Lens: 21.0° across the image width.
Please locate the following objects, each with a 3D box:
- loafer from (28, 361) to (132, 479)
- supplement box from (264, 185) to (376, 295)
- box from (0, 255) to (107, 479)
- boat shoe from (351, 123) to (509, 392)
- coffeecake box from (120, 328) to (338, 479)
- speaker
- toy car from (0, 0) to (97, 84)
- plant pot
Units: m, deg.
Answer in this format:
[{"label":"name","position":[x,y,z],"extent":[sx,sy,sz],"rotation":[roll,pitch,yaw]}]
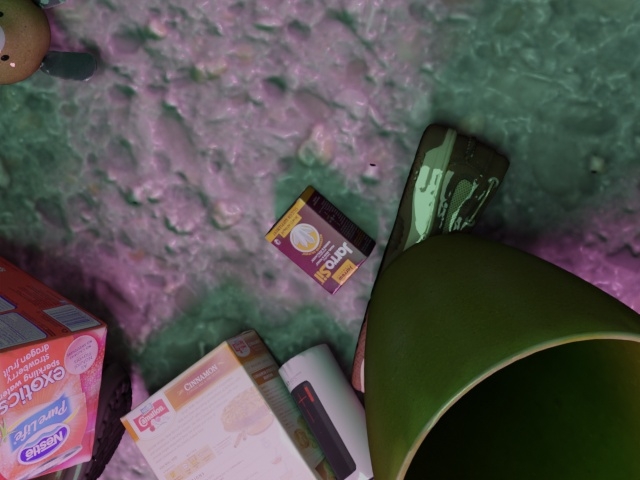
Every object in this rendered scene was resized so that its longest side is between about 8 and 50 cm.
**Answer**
[{"label":"loafer","position":[-0.307,0.251,1.688],"extent":[0.130,0.134,0.366],"rotation":[33,113,1]},{"label":"supplement box","position":[0.000,0.000,1.572],"extent":[0.083,0.043,0.055],"rotation":[40,112,-3]},{"label":"box","position":[-0.347,0.094,1.563],"extent":[0.300,0.154,0.142],"rotation":[27,117,38]},{"label":"boat shoe","position":[0.100,0.030,1.533],"extent":[0.095,0.095,0.257],"rotation":[17,112,1]},{"label":"coffeecake box","position":[-0.076,0.202,1.626],"extent":[0.142,0.068,0.185],"rotation":[-37,82,23]},{"label":"speaker","position":[0.015,0.164,1.595],"extent":[0.055,0.055,0.136],"rotation":[-36,74,22]},{"label":"toy car","position":[-0.296,-0.181,1.538],"extent":[0.188,0.149,0.155],"rotation":[-6,98,4]},{"label":"plant pot","position":[0.145,0.121,1.382],"extent":[0.275,0.293,0.274],"rotation":[-7,118,-13]}]
